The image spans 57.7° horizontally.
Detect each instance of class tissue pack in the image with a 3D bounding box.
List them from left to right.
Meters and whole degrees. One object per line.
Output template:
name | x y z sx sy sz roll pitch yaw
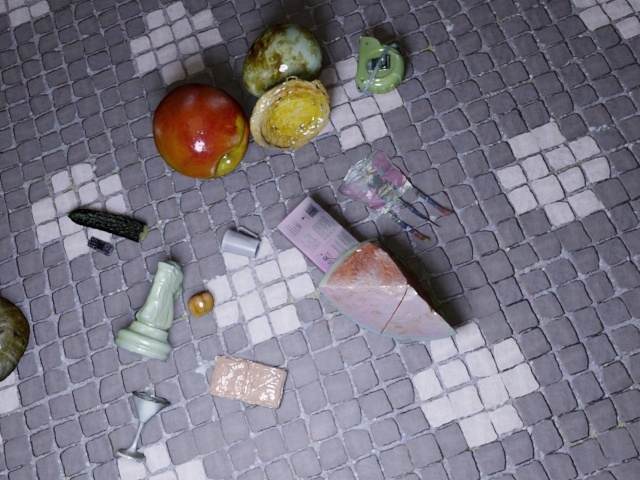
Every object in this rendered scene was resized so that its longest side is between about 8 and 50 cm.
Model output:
tissue pack | 0.000 0.000 1.819 0.148 0.092 0.246 -44 74 -8

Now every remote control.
remote control | -0.734 0.020 1.945 0.096 0.014 0.039 22 78 14

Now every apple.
apple | -0.373 0.200 1.817 0.084 0.084 0.071 -24 99 0

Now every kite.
kite | 0.235 -0.138 1.869 0.360 0.022 0.204 41 82 20

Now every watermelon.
watermelon | 0.214 0.132 1.709 0.319 0.292 0.222 -12 45 36

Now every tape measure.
tape measure | 0.198 -0.583 1.956 0.176 0.106 0.199 7 77 12

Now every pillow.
pillow | -0.221 0.425 1.753 0.233 0.043 0.126 9 70 12

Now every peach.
peach | -0.391 -0.355 1.871 0.308 0.308 0.332 -41 63 -5

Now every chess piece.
chess piece | -0.495 0.206 1.778 0.176 0.176 0.298 18 78 12

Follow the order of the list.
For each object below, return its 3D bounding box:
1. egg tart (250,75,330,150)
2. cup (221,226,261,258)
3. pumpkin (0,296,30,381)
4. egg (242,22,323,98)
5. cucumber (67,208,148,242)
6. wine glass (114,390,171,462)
egg tart | -0.102 -0.421 1.874 0.291 0.290 0.107 -26 53 -1
cup | -0.250 0.003 1.869 0.116 0.074 0.104 16 48 7
pumpkin | -1.036 0.308 1.820 0.232 0.242 0.324 -17 65 -29
egg | -0.129 -0.586 1.933 0.290 0.238 0.238 -27 71 23
cucumber | -0.714 -0.058 1.934 0.300 0.072 0.072 15 76 10
wine glass | -0.532 0.549 1.717 0.122 0.122 0.182 16 78 11
